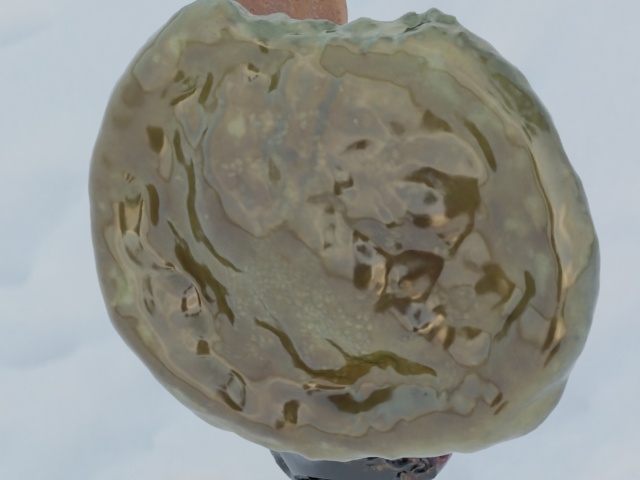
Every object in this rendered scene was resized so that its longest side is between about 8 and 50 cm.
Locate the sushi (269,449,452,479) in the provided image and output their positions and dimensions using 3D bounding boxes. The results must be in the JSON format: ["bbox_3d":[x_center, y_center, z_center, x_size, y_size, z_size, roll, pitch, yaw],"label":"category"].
[{"bbox_3d":[0.030,0.086,0.950,0.172,0.153,0.151,15,78,-34],"label":"sushi"}]

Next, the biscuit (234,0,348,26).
[{"bbox_3d":[-0.021,-0.158,0.925,0.091,0.078,0.015,27,52,21],"label":"biscuit"}]

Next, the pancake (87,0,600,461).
[{"bbox_3d":[0.000,0.001,0.616,0.236,0.222,0.042,27,25,15],"label":"pancake"}]
